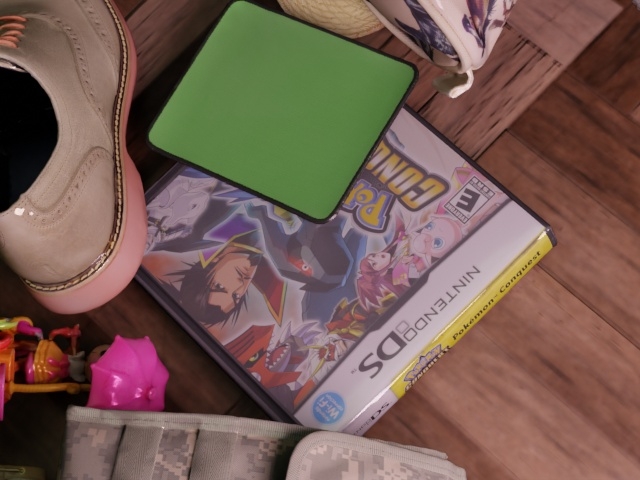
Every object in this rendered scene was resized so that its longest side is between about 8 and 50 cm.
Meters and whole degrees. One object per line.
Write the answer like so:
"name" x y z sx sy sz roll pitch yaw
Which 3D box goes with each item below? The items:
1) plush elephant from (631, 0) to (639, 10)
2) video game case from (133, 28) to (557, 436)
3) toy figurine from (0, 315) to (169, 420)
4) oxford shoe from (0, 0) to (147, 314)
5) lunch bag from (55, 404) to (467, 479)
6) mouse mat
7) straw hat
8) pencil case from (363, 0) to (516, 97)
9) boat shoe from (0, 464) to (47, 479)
"plush elephant" 0.383 -0.261 1.309 0.272 0.255 0.330 25 113 -13
"video game case" 0.000 0.000 1.413 0.248 0.035 0.275 -44 62 -5
"toy figurine" -0.195 0.104 1.392 0.159 0.173 0.130 4 104 -2
"oxford shoe" -0.233 -0.136 1.469 0.140 0.146 0.397 -27 53 9
"lunch bag" -0.042 0.250 1.245 0.287 0.169 0.235 3 64 10
"mouse mat" -0.032 -0.106 1.449 0.190 0.007 0.152 25 75 28
"straw hat" 0.013 -0.236 1.469 0.145 0.061 0.144 0 91 16
"pencil case" 0.177 -0.308 1.404 0.183 0.160 0.410 43 80 -11
"boat shoe" -0.273 0.185 1.410 0.135 0.050 0.045 10 65 11
